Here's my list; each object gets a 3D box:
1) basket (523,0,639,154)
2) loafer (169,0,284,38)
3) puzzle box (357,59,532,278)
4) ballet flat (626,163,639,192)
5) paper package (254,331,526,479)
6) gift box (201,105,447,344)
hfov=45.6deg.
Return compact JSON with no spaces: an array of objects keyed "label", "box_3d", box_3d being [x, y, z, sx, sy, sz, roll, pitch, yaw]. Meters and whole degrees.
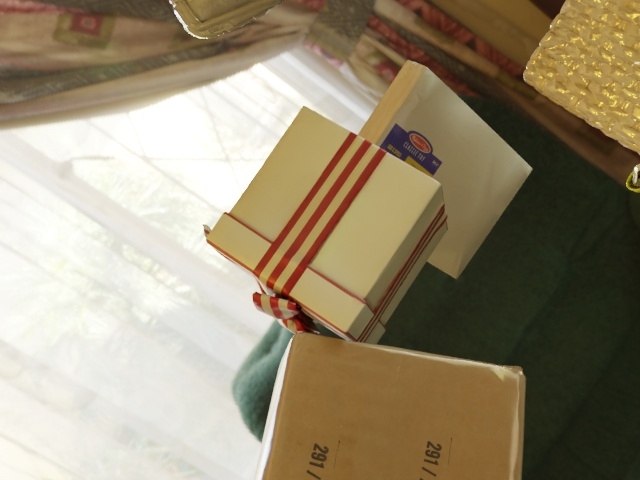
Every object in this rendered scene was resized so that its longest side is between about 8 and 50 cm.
[{"label":"basket","box_3d":[0.547,-0.305,1.153,0.266,0.331,0.328,-8,-47,-48]},{"label":"loafer","box_3d":[-0.038,-0.357,0.925,0.319,0.111,0.112,-28,30,-6]},{"label":"puzzle box","box_3d":[0.209,-0.113,1.392,0.272,0.409,0.052,-55,45,5]},{"label":"ballet flat","box_3d":[0.659,-0.151,1.472,0.231,0.077,0.077,92,177,-69]},{"label":"paper package","box_3d":[0.075,0.300,0.918,0.168,0.309,0.325,97,-178,-63]},{"label":"gift box","box_3d":[0.000,0.000,1.063,0.258,0.276,0.255,-57,-23,-7]}]
